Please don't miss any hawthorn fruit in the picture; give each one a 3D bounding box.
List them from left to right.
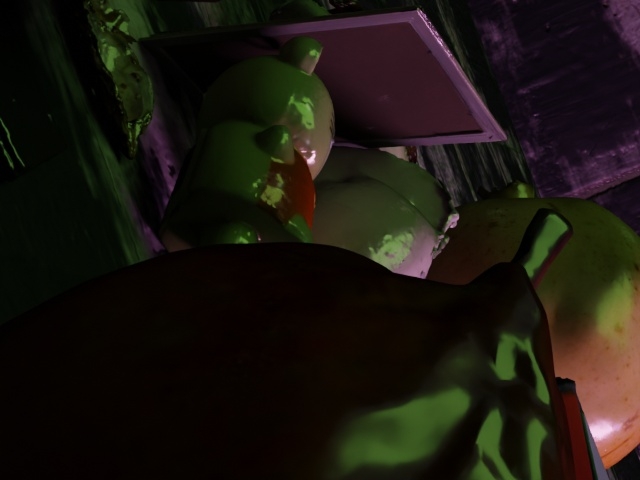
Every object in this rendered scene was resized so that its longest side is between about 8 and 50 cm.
[{"bbox_3d":[-0.038,0.148,0.686,0.308,0.325,0.308,40,44,-53],"label":"hawthorn fruit"}]

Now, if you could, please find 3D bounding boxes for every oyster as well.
[{"bbox_3d":[-0.157,-0.129,1.174,0.086,0.029,0.132,40,35,-48],"label":"oyster"}]

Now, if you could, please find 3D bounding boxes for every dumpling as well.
[{"bbox_3d":[0.000,0.000,1.329,0.172,0.142,0.247,45,52,7],"label":"dumpling"}]

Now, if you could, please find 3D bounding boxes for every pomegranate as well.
[{"bbox_3d":[0.190,0.085,1.552,0.319,0.319,0.319,58,19,-33],"label":"pomegranate"}]

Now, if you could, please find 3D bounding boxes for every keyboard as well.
[{"bbox_3d":[-0.240,-0.185,0.989,0.309,0.018,0.101,66,14,-9],"label":"keyboard"}]

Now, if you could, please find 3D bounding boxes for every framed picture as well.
[{"bbox_3d":[0.005,-0.127,1.319,0.197,0.252,0.014,47,48,-52],"label":"framed picture"}]

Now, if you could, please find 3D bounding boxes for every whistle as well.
[{"bbox_3d":[-0.054,-0.034,1.187,0.106,0.131,0.288,25,51,-14],"label":"whistle"}]

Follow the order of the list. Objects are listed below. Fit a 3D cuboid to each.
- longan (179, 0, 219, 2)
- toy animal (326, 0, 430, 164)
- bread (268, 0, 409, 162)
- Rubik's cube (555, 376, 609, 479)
[{"bbox_3d":[-0.103,-0.385,1.026,0.404,0.404,0.435,-84,155,-59],"label":"longan"},{"bbox_3d":[0.076,-0.130,1.843,0.260,0.087,0.243,48,24,-58],"label":"toy animal"},{"bbox_3d":[0.024,-0.111,1.523,0.267,0.040,0.267,59,-13,23],"label":"bread"},{"bbox_3d":[0.077,0.240,1.063,0.250,0.248,0.246,8,62,-73],"label":"Rubik's cube"}]
